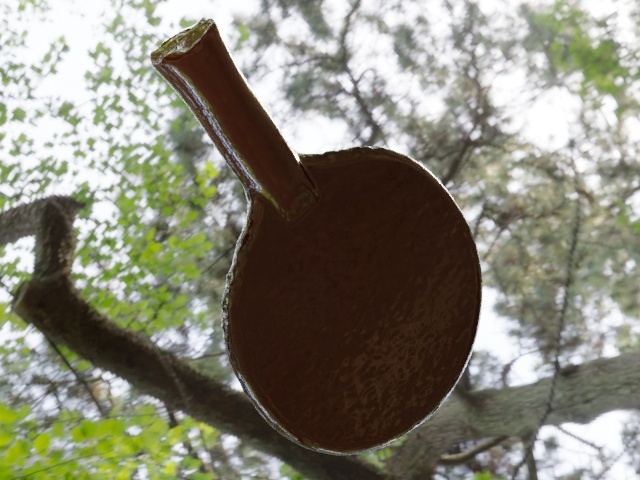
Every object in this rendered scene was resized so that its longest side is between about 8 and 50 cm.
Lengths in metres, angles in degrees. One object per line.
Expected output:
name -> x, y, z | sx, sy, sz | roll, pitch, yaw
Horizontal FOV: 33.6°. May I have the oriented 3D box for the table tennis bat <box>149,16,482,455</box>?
table tennis bat -> 0.000, 0.000, 0.331 | 0.098, 0.019, 0.154 | -44, -64, -20
